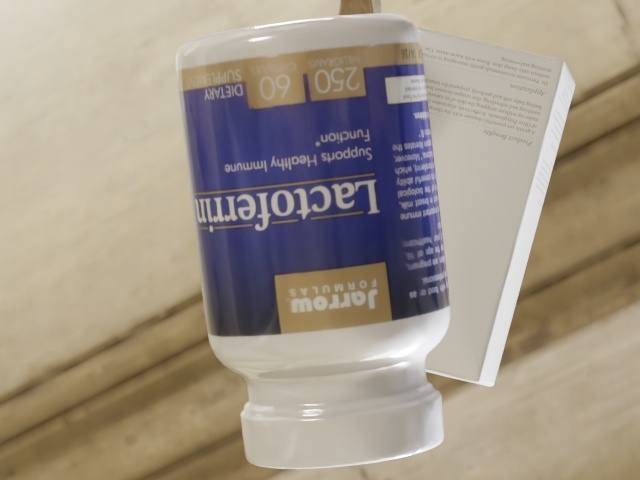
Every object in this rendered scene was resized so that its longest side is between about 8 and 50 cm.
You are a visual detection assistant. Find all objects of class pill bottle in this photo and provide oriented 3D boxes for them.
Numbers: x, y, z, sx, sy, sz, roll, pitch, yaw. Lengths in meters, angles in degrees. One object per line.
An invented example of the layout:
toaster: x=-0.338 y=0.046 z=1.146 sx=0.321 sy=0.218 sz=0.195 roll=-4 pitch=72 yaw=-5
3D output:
pill bottle: x=0.000 y=0.000 z=1.155 sx=0.153 sy=0.153 sz=0.264 roll=-16 pitch=-80 yaw=-73

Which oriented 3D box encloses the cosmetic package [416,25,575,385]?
cosmetic package: x=0.141 y=-0.036 z=2.085 sx=0.155 sy=0.197 sz=0.365 roll=19 pitch=-93 yaw=-77

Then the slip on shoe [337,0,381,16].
slip on shoe: x=0.035 y=-0.228 z=1.953 sx=0.051 sy=0.041 sz=0.135 roll=31 pitch=136 yaw=52
